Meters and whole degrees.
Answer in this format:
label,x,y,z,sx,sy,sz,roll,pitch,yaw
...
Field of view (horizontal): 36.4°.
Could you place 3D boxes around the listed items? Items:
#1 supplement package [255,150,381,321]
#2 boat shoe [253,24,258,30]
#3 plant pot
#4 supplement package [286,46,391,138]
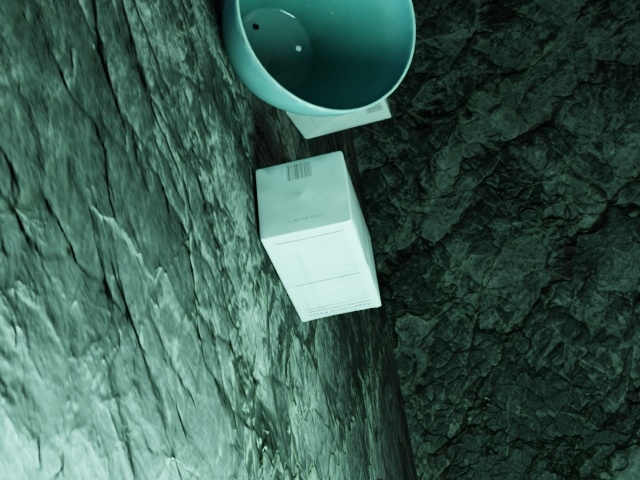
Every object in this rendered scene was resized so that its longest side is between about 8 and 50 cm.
label,x,y,z,sx,sy,sz,roll,pitch,yaw
supplement package,0.000,0.000,1.497,0.244,0.139,0.133,69,12,-54
boat shoe,-0.109,-0.407,1.673,0.060,0.064,0.177,62,14,-55
plant pot,-0.031,-0.313,1.466,0.195,0.290,0.290,-13,-90,61
supplement package,0.017,-0.382,2.038,0.199,0.198,0.262,42,36,-76
